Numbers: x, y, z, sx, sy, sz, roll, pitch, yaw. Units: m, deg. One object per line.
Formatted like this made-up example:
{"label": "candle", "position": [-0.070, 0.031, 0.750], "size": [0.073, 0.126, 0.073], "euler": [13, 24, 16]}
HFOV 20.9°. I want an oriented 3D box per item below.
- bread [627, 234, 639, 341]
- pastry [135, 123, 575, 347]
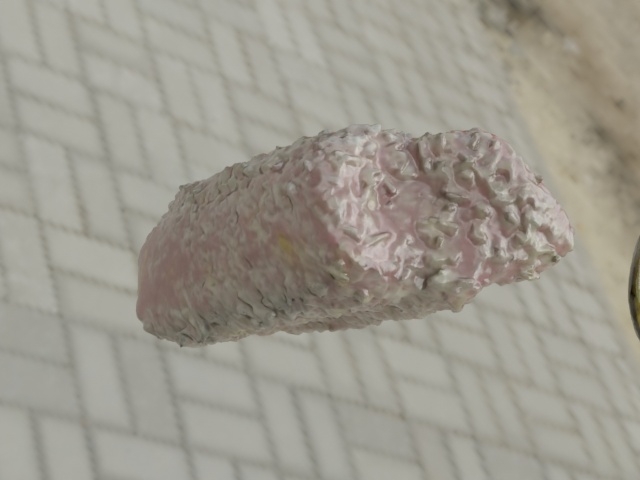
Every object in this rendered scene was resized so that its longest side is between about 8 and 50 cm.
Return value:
{"label": "bread", "position": [0.217, 0.075, 0.988], "size": [0.187, 0.065, 0.149], "euler": [64, 31, -46]}
{"label": "pastry", "position": [-0.007, 0.001, 0.909], "size": [0.112, 0.265, 0.102], "euler": [-9, 86, -49]}
